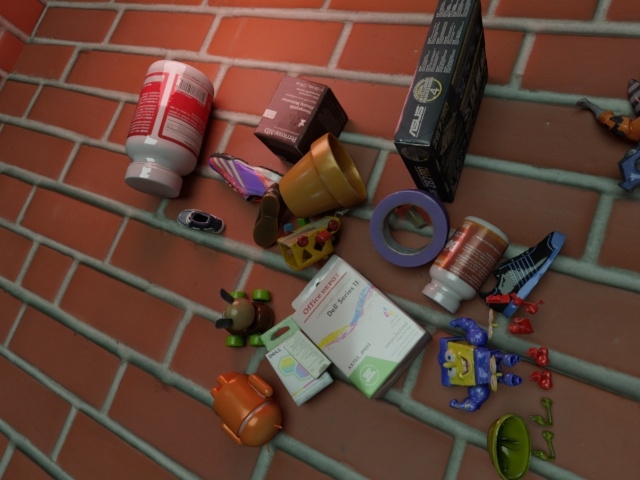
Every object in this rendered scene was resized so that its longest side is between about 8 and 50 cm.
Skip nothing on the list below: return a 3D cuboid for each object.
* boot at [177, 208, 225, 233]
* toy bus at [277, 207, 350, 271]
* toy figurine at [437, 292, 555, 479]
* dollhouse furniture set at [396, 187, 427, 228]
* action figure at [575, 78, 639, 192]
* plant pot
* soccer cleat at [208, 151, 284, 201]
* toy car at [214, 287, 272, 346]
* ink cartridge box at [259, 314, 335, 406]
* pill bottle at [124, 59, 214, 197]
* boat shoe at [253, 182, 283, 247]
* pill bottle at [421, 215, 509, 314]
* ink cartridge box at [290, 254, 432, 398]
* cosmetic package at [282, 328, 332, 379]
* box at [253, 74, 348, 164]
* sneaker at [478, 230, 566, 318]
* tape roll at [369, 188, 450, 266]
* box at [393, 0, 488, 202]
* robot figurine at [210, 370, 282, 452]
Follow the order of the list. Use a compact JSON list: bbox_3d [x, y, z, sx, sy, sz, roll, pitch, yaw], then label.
[{"bbox_3d":[-0.399,-0.073,1.457,0.189,0.086,0.069,10,77,25],"label":"boot"},{"bbox_3d":[-0.012,0.004,1.256,0.202,0.191,0.105,-11,112,20],"label":"toy bus"},{"bbox_3d":[0.357,0.298,1.009,0.217,0.191,0.363,-10,82,57],"label":"toy figurine"},{"bbox_3d":[0.243,-0.082,1.232,0.081,0.091,0.114,-34,82,-36],"label":"dollhouse furniture set"},{"bbox_3d":[0.779,-0.267,0.978,0.341,0.178,0.330,-38,65,35],"label":"action figure"},{"bbox_3d":[-0.004,-0.158,1.258,0.187,0.205,0.205,-28,64,19],"label":"plant pot"},{"bbox_3d":[-0.239,-0.185,1.420,0.318,0.108,0.117,22,87,25],"label":"soccer cleat"},{"bbox_3d":[-0.230,0.200,1.235,0.148,0.188,0.155,-7,70,21],"label":"toy car"},{"bbox_3d":[-0.066,0.302,1.172,0.109,0.062,0.209,-35,74,-2],"label":"ink cartridge box"},{"bbox_3d":[-0.506,-0.361,1.520,0.228,0.229,0.408,4,74,24],"label":"pill bottle"},{"bbox_3d":[-0.144,-0.070,1.315,0.073,0.207,0.073,18,42,-6],"label":"boat shoe"},{"bbox_3d":[0.336,0.060,1.080,0.121,0.121,0.216,34,87,28],"label":"pill bottle"},{"bbox_3d":[0.074,0.193,1.147,0.353,0.119,0.207,40,92,28],"label":"ink cartridge box"},{"bbox_3d":[-0.030,0.278,1.118,0.060,0.041,0.115,-45,75,-5],"label":"cosmetic package"},{"bbox_3d":[-0.054,-0.343,1.355,0.168,0.167,0.203,24,83,28],"label":"box"},{"bbox_3d":[0.461,0.062,1.049,0.090,0.081,0.232,37,90,21],"label":"sneaker"},{"bbox_3d":[0.223,-0.033,1.141,0.188,0.080,0.189,4,101,21],"label":"tape roll"},{"bbox_3d":[0.310,-0.332,1.113,0.097,0.318,0.395,14,79,26],"label":"box"},{"bbox_3d":[-0.188,0.435,1.175,0.219,0.128,0.158,36,68,29],"label":"robot figurine"}]
